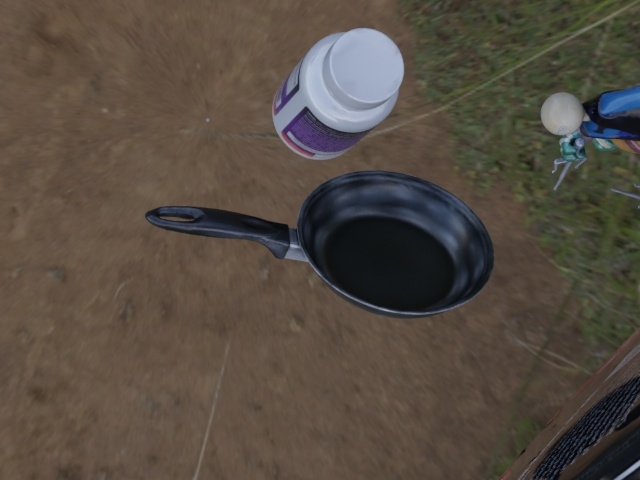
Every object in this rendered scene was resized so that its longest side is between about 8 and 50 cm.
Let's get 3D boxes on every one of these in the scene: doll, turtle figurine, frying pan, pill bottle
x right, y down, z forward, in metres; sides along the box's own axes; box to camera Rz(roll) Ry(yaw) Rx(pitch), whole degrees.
[{"bbox_3d":[0.285,-0.107,1.219,0.189,0.129,0.046,5,76,-2],"label":"doll"},{"bbox_3d":[0.335,-0.103,1.480,0.175,0.234,0.118,15,83,-21],"label":"turtle figurine"},{"bbox_3d":[0.015,0.020,1.348,0.326,0.197,0.053,-14,140,-26],"label":"frying pan"},{"bbox_3d":[0.021,-0.159,1.499,0.108,0.193,0.108,3,79,-15],"label":"pill bottle"}]

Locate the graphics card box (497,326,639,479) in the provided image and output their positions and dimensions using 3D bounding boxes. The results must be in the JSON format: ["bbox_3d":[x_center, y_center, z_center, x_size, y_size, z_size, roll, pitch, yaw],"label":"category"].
[{"bbox_3d":[0.184,0.003,0.370,0.094,0.233,0.371,45,133,9],"label":"graphics card box"}]
